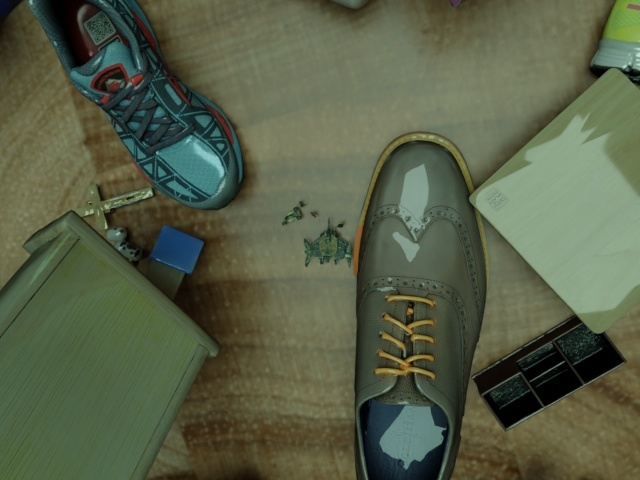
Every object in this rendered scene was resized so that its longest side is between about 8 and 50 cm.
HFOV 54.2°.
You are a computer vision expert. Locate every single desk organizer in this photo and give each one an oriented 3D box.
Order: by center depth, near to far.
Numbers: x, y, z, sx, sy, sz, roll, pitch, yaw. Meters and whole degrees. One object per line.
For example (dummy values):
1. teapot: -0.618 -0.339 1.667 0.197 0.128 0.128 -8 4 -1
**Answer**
1. desk organizer: 0.214 0.123 0.592 0.130 0.050 0.047 -34 92 10

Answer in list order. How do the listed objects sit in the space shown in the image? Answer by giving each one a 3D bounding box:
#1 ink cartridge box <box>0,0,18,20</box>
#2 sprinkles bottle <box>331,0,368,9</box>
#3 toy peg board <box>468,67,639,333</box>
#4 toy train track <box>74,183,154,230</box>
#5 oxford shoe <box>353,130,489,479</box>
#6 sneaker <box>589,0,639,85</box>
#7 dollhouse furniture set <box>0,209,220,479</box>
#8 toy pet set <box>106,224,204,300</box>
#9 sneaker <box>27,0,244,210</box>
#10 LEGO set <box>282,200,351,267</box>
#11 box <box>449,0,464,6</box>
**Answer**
1. ink cartridge box: -0.445 -0.303 0.581 0.270 0.151 0.395 -38 92 10
2. sprinkles bottle: -0.104 -0.323 0.543 0.356 0.121 0.121 24 99 4
3. toy peg board: 0.244 -0.033 0.558 0.161 0.079 0.160 -43 85 10
4. toy train track: -0.212 -0.039 0.649 0.083 0.014 0.048 -16 88 4
5. oxford shoe: 0.090 0.084 0.561 0.130 0.133 0.363 1 97 8
6. sneaker: 0.344 -0.177 0.523 0.209 0.081 0.094 7 96 7
7. dollhouse furniture set: -0.318 0.173 0.533 0.394 0.256 0.362 -22 121 36
8. toy pet set: -0.178 0.009 0.601 0.114 0.122 0.065 24 94 -12
9. sneaker: -0.176 -0.131 0.574 0.104 0.125 0.261 -38 91 11
10. LEGO set: 0.001 -0.002 0.623 0.054 0.023 0.083 -30 79 8
11. box: 0.144 -0.333 0.456 0.243 0.117 0.213 -37 92 -23
